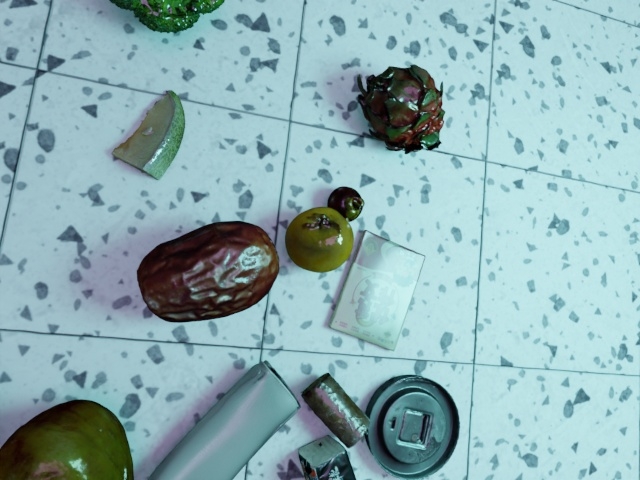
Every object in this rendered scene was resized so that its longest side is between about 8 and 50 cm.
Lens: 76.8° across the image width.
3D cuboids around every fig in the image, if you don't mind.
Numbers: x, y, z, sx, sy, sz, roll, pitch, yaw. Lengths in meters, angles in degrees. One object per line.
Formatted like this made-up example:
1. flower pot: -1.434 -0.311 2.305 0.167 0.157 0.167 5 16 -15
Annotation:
1. fig: -0.380 0.406 0.645 0.191 0.190 0.290 -32 81 -15

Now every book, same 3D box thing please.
1. book: 0.130 0.110 0.900 0.162 0.022 0.231 23 79 -11

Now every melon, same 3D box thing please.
1. melon: -0.324 -0.218 0.814 0.098 0.054 0.182 32 77 6

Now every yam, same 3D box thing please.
1. yam: 0.033 0.340 0.815 0.079 0.079 0.141 -40 83 -14

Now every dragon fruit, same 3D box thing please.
1. dragon fruit: 0.182 -0.288 0.878 0.182 0.182 0.188 -41 135 -14

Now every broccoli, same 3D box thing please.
1. broccoli: -0.288 -0.555 0.731 0.298 0.298 0.297 3 85 -44

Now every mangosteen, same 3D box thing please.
1. mangosteen: 0.054 -0.079 0.871 0.081 0.081 0.080 1 84 -14

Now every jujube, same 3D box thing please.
1. jujube: -0.197 0.060 0.741 0.243 0.183 0.183 -22 90 -15

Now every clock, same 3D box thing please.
1. clock: 0.197 0.401 0.878 0.215 0.042 0.214 1 85 -14

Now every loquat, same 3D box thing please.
1. loquat: 0.000 0.000 0.821 0.141 0.141 0.140 1 84 -14

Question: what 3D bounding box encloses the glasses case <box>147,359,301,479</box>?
1. glasses case: -0.177 0.378 0.768 0.308 0.083 0.128 -45 102 -14

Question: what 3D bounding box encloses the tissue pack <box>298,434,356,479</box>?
1. tissue pack: 0.026 0.492 0.797 0.091 0.103 0.170 -20 90 -22
